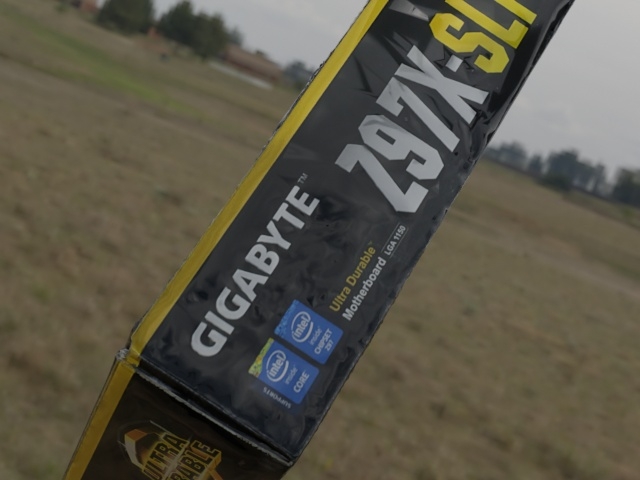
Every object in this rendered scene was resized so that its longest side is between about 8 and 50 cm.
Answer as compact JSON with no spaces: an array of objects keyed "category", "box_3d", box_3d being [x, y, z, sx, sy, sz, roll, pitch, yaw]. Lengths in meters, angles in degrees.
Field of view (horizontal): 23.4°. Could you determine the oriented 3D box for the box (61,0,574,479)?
[{"category":"box","box_3d":[0.000,0.000,0.698,0.079,0.322,0.257,34,-31,-1]}]
